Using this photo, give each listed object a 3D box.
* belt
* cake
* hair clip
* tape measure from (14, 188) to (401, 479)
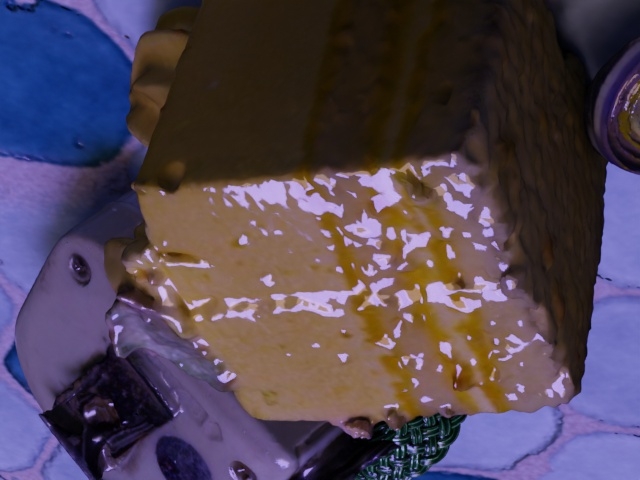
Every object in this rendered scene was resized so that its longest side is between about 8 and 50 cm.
[{"bbox_3d":[0.050,0.127,1.450,0.079,0.121,0.151,35,143,-29],"label":"belt"},{"bbox_3d":[0.007,-0.033,1.173,0.286,0.227,0.222,-7,134,22],"label":"cake"},{"bbox_3d":[0.211,-0.095,1.160,0.116,0.049,0.172,-11,135,-6],"label":"hair clip"},{"bbox_3d":[-0.100,0.120,1.395,0.271,0.133,0.231,44,140,9],"label":"tape measure"}]
